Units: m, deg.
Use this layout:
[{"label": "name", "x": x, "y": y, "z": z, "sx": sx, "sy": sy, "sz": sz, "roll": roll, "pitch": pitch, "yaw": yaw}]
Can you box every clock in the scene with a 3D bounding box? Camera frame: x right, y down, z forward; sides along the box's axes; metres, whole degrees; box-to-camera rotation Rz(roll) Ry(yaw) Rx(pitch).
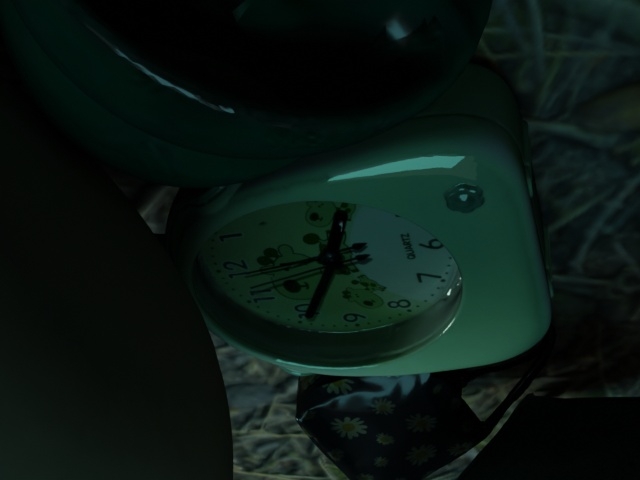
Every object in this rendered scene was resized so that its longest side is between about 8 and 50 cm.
[{"label": "clock", "x": 0.000, "y": 0.000, "z": 0.554, "sx": 0.210, "sy": 0.066, "sz": 0.159, "roll": -6, "pitch": 139, "yaw": 12}]

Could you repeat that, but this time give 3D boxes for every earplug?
[{"label": "earplug", "x": 0.017, "y": -0.115, "z": 0.383, "sx": 0.257, "sy": 0.164, "sz": 0.280, "roll": -15, "pitch": 169, "yaw": -40}]

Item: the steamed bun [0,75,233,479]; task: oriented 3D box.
[{"label": "steamed bun", "x": -0.208, "y": 0.060, "z": 0.430, "sx": 0.374, "sy": 0.334, "sz": 0.334, "roll": 45, "pitch": 130, "yaw": -6}]

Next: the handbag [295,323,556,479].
[{"label": "handbag", "x": 0.064, "y": 0.073, "z": 0.646, "sx": 0.139, "sy": 0.072, "sz": 0.115, "roll": -25, "pitch": 131, "yaw": 13}]

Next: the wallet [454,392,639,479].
[{"label": "wallet", "x": 0.234, "y": 0.117, "z": 0.532, "sx": 0.379, "sy": 0.190, "sz": 0.046, "roll": -9, "pitch": 104, "yaw": 35}]
